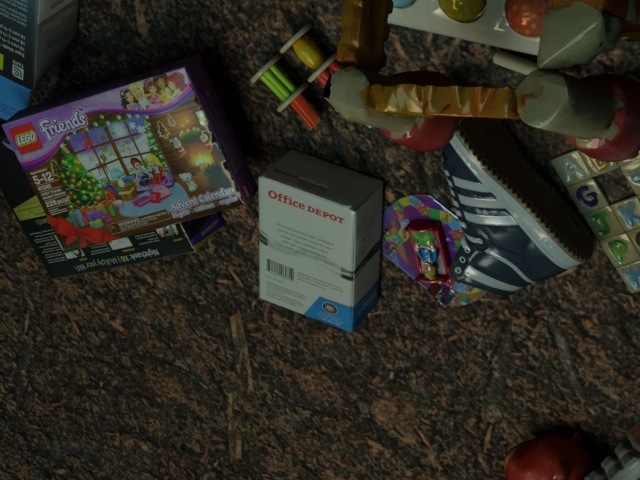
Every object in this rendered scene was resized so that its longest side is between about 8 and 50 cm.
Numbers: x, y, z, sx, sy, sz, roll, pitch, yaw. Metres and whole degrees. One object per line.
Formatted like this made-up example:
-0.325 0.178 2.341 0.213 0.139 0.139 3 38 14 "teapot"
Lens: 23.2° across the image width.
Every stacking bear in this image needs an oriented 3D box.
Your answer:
0.279 0.381 2.099 0.164 0.175 0.289 29 125 17 "stacking bear"

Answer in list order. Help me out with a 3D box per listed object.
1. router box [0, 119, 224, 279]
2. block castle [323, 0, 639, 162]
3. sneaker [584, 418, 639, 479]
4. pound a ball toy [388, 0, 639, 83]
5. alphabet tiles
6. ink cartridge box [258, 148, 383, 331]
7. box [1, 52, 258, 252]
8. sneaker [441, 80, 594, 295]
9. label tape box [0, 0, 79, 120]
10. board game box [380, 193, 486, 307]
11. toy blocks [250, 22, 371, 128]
-0.317 -0.083 2.219 0.309 0.081 0.243 -10 114 38 "router box"
0.193 -0.311 1.518 0.303 0.213 0.453 6 90 36 "block castle"
0.399 0.365 1.942 0.180 0.124 0.321 43 99 -7 "sneaker"
0.195 -0.244 1.720 0.319 0.136 0.208 17 129 25 "pound a ball toy"
0.408 -0.049 1.802 0.237 0.009 0.198 -22 106 42 "alphabet tiles"
0.000 0.000 2.058 0.148 0.086 0.203 21 130 24 "ink cartridge box"
-0.252 -0.110 2.060 0.293 0.057 0.201 -14 111 25 "box"
0.185 -0.052 1.884 0.282 0.099 0.153 48 130 -9 "sneaker"
-0.451 -0.349 2.104 0.241 0.106 0.333 27 132 15 "label tape box"
0.144 0.020 2.013 0.169 0.033 0.133 39 134 5 "board game box"
-0.002 -0.183 1.953 0.148 0.054 0.123 47 134 -3 "toy blocks"
